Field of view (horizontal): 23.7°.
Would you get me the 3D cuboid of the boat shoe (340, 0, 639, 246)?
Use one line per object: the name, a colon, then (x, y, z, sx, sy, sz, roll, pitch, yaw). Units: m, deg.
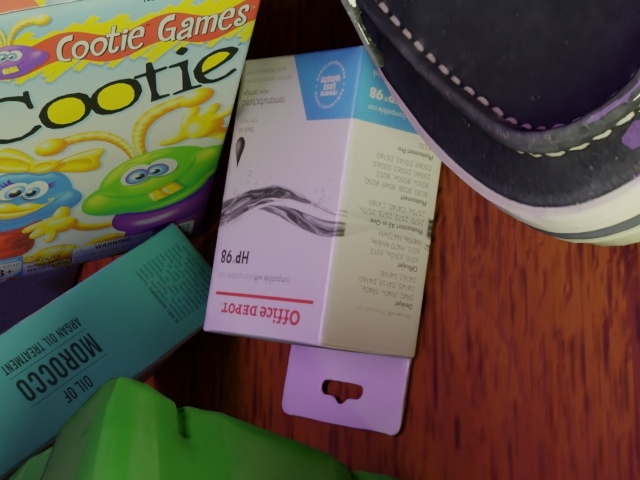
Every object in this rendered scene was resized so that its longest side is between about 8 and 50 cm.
boat shoe: (0.040, -0.204, 0.670, 0.187, 0.156, 0.500, -40, 50, 26)

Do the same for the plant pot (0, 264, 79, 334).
plant pot: (-0.307, -0.079, 1.034, 0.247, 0.252, 0.248, 44, 115, 50)

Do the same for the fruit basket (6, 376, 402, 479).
fruit basket: (-0.116, 0.289, 0.643, 0.392, 0.283, 0.392, -43, 34, 39)

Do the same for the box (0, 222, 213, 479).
box: (-0.155, 0.082, 0.804, 0.060, 0.244, 0.100, 50, 129, 2)

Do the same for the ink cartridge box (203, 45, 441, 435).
ink cartridge box: (0.000, 0.000, 0.759, 0.104, 0.060, 0.180, 2, 82, 53)

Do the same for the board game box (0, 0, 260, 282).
board game box: (-0.130, -0.107, 0.790, 0.275, 0.142, 0.144, 113, 141, -63)
